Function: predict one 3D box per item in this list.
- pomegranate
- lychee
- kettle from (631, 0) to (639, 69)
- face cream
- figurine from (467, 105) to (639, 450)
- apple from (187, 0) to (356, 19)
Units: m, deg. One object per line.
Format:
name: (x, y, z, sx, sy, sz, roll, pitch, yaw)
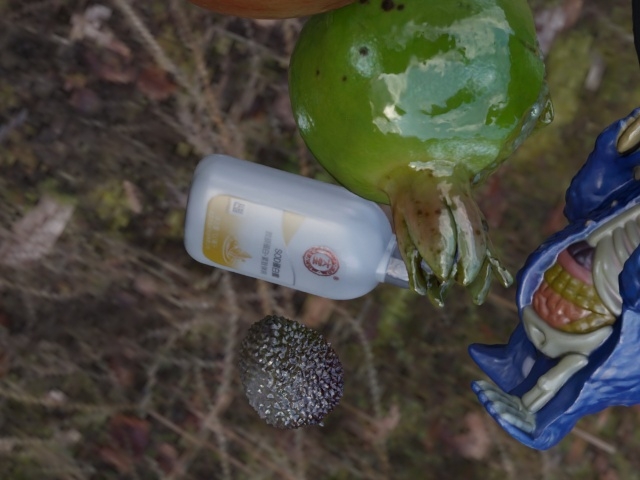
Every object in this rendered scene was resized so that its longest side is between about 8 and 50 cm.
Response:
pomegranate: (0.087, -0.092, 1.438, 0.236, 0.236, 0.301, 30, 55, -51)
lychee: (-0.018, 0.087, 1.110, 0.067, 0.068, 0.083, -33, 104, 21)
kettle: (0.387, -0.154, 1.357, 0.207, 0.251, 0.271, -14, 96, -6)
face cream: (0.000, 0.000, 1.825, 0.071, 0.291, 0.144, -69, 173, -49)
figurine: (0.197, 0.017, 1.037, 0.121, 0.164, 0.262, 29, 121, -16)
apple: (-0.032, -0.219, 0.993, 0.168, 0.181, 0.181, -7, 119, -13)
